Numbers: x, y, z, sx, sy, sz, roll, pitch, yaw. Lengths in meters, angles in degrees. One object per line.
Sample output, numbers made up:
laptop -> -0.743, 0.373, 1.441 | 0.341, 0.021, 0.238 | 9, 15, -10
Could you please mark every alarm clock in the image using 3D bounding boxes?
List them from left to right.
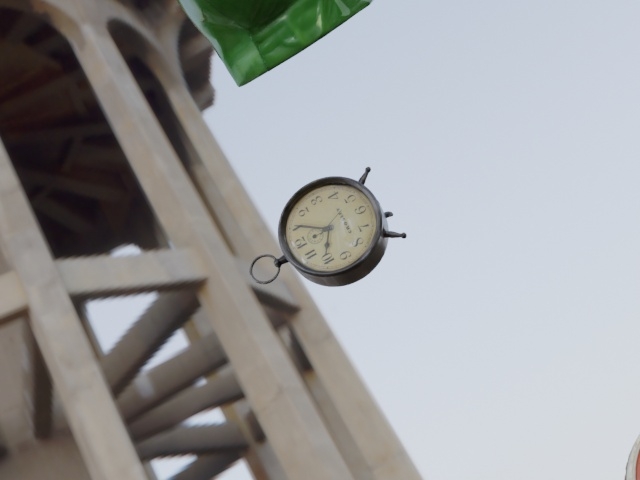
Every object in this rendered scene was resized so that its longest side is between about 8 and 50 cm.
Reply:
alarm clock -> 0.000, 0.000, 1.364 | 0.192, 0.129, 0.064 | -26, -26, 2

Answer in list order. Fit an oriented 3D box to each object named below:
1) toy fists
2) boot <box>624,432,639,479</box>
toy fists -> 0.005, -0.206, 0.628 | 0.096, 0.142, 0.279 | -20, 18, 47
boot -> 0.218, 0.106, 0.636 | 0.059, 0.158, 0.084 | 17, -22, 4
